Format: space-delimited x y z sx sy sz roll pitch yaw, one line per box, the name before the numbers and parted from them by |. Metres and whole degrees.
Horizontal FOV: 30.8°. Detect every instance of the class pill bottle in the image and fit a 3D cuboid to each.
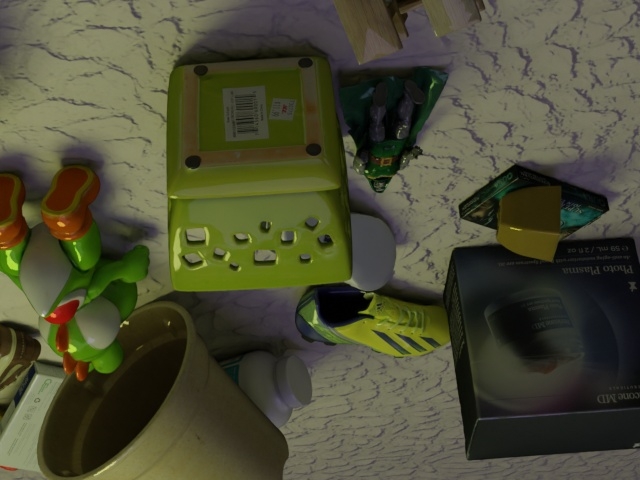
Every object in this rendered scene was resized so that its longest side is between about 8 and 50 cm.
pill bottle | -0.150 0.284 2.091 0.264 0.146 0.146 -19 147 24

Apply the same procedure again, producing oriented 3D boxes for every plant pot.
plant pot | -0.078 -0.089 1.387 0.227 0.228 0.207 -3 144 -1
plant pot | 0.290 -0.027 1.631 0.083 0.081 0.081 5 150 4
plant pot | -0.228 0.320 1.875 0.334 0.333 0.305 -25 125 32

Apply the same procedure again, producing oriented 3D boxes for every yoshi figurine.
yoshi figurine | -0.354 0.036 1.662 0.203 0.203 0.362 -37 142 -24

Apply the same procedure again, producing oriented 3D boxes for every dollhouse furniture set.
dollhouse furniture set | 0.121 -0.302 1.075 0.242 0.212 0.161 -17 111 20

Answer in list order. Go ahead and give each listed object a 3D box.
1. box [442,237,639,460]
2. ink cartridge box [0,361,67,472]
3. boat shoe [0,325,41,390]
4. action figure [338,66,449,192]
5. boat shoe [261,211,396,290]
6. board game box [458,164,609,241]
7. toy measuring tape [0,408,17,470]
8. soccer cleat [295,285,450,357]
box | 0.361 0.168 1.815 0.296 0.294 0.182 -4 150 -2
ink cartridge box | -0.471 0.338 2.147 0.224 0.045 0.223 20 113 -33
boat shoe | -0.568 0.233 2.002 0.095 0.095 0.257 14 145 -40
action figure | 0.086 -0.129 1.498 0.137 0.063 0.232 -5 154 -5
boat shoe | 0.000 0.000 1.676 0.102 0.108 0.301 14 179 37
board game box | 0.312 -0.047 1.701 0.186 0.026 0.126 16 144 -31
toy measuring tape | -0.620 0.359 2.181 0.121 0.121 0.330 -23 146 29
soccer cleat | 0.102 0.128 1.910 0.289 0.093 0.121 5 146 -16
